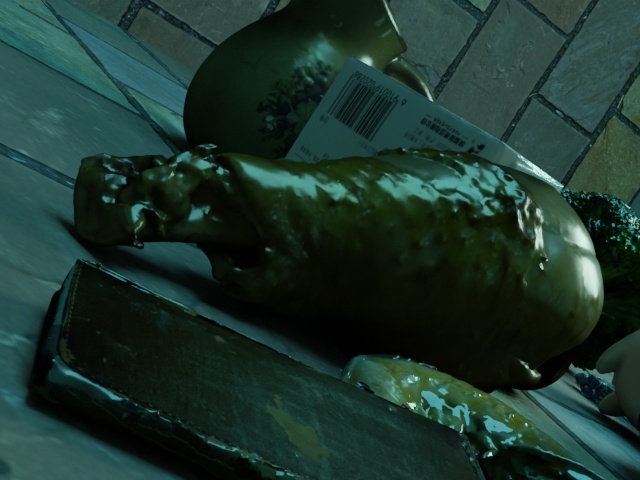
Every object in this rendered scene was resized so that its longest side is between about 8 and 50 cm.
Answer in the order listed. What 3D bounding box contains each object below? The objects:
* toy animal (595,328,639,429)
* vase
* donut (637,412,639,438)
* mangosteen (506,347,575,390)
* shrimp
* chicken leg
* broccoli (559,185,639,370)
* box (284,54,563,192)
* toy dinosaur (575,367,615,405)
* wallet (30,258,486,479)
[{"bbox_3d":[0.479,0.197,1.120,0.256,0.212,0.195,-127,-158,-51],"label":"toy animal"},{"bbox_3d":[0.013,-0.183,1.248,0.329,0.302,0.241,30,7,-26],"label":"vase"},{"bbox_3d":[0.409,0.209,0.944,0.230,0.096,0.216,20,40,-8],"label":"donut"},{"bbox_3d":[0.216,0.085,0.991,0.140,0.140,0.140,32,8,-5],"label":"mangosteen"},{"bbox_3d":[0.111,0.144,0.565,0.251,0.052,0.143,30,18,26],"label":"shrimp"},{"bbox_3d":[0.000,0.000,0.729,0.409,0.182,0.295,7,12,-35],"label":"chicken leg"},{"bbox_3d":[0.346,0.059,1.398,0.297,0.298,0.297,-15,42,-43],"label":"broccoli"},{"bbox_3d":[0.082,-0.044,1.014,0.116,0.203,0.274,26,10,-40],"label":"box"},{"bbox_3d":[0.374,0.202,1.287,0.083,0.031,0.047,38,12,35],"label":"toy dinosaur"},{"bbox_3d":[-0.017,0.086,0.440,0.232,0.031,0.122,28,14,-17],"label":"wallet"}]
